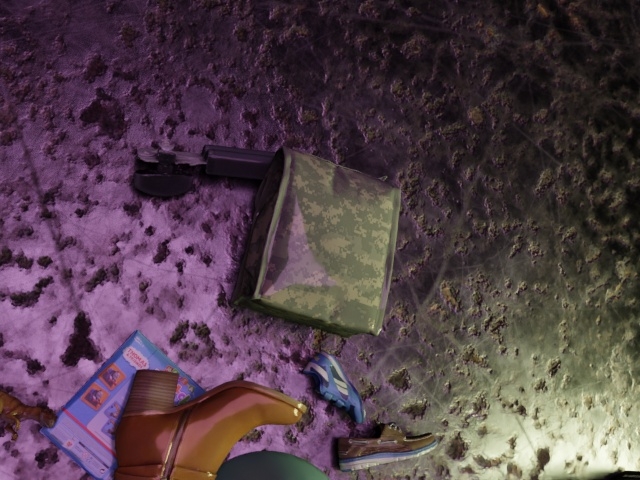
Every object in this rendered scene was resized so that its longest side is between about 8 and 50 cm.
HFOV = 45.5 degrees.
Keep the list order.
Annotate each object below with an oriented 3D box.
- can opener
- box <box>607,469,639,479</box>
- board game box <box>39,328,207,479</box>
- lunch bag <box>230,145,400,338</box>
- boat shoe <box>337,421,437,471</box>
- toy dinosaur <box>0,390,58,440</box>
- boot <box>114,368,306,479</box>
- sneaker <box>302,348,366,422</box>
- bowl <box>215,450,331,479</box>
[{"bbox_3d":[-0.186,-0.127,1.343,0.281,0.074,0.093,0,112,-18],"label":"can opener"},{"bbox_3d":[0.555,0.486,1.313,0.257,0.322,0.079,-20,83,-23],"label":"box"},{"bbox_3d":[-0.308,0.273,1.212,0.160,0.039,0.211,44,68,-5],"label":"board game box"},{"bbox_3d":[0.000,0.000,1.315,0.235,0.169,0.286,18,77,-18],"label":"lunch bag"},{"bbox_3d":[0.118,0.352,1.329,0.183,0.066,0.066,-7,79,-21],"label":"boat shoe"},{"bbox_3d":[-0.501,0.246,1.152,0.212,0.064,0.112,29,58,1],"label":"toy dinosaur"},{"bbox_3d":[-0.170,0.322,1.160,0.284,0.109,0.220,10,68,-11],"label":"boot"},{"bbox_3d":[0.025,0.262,1.326,0.059,0.053,0.144,-32,81,-24],"label":"sneaker"},{"bbox_3d":[-0.064,0.489,1.182,0.312,0.163,0.311,5,76,-19],"label":"bowl"}]
